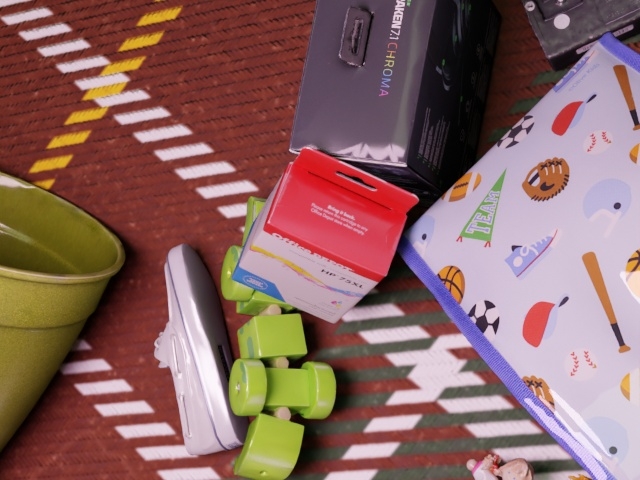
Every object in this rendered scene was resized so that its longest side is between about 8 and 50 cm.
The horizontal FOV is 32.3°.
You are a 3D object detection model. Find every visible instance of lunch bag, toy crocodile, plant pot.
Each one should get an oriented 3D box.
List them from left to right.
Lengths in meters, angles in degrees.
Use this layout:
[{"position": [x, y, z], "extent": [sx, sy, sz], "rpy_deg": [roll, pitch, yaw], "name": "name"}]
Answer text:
[{"position": [-0.474, 0.117, 1.351], "extent": [0.366, 0.366, 0.353], "rpy_deg": [28, 103, 22], "name": "plant pot"}, {"position": [-0.059, 0.110, 1.298], "extent": [0.105, 0.115, 0.341], "rpy_deg": [142, 128, -58], "name": "toy crocodile"}, {"position": [0.310, 0.042, 1.051], "extent": [0.328, 0.239, 0.385], "rpy_deg": [-47, 37, 8], "name": "lunch bag"}]

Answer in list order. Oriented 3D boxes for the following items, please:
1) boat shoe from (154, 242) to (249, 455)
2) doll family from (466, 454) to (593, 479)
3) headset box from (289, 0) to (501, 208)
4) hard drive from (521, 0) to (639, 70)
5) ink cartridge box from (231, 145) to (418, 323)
[{"position": [-0.161, 0.133, 1.343], "extent": [0.084, 0.095, 0.258], "rpy_deg": [-18, 75, 13], "name": "boat shoe"}, {"position": [0.253, 0.336, 1.162], "extent": [0.163, 0.118, 0.263], "rpy_deg": [-50, 51, 14], "name": "doll family"}, {"position": [0.088, -0.179, 1.196], "extent": [0.131, 0.283, 0.246], "rpy_deg": [9, 86, 21], "name": "headset box"}, {"position": [0.308, -0.393, 1.263], "extent": [0.237, 0.064, 0.339], "rpy_deg": [-25, 75, 15], "name": "hard drive"}, {"position": [0.000, 0.000, 1.162], "extent": [0.134, 0.231, 0.078], "rpy_deg": [24, 66, -7], "name": "ink cartridge box"}]
